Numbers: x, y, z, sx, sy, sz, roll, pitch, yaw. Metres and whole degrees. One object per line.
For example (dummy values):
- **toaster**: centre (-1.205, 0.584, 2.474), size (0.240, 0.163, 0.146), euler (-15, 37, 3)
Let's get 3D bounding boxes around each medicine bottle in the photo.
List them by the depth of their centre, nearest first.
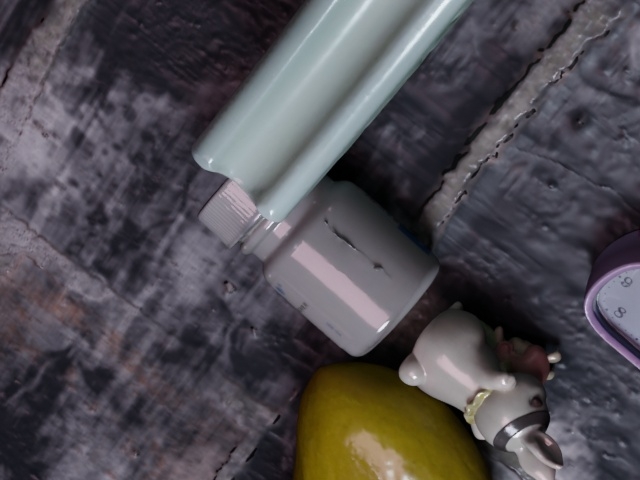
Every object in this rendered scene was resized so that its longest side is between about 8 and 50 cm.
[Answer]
- **medicine bottle**: centre (0.000, 0.000, 1.340), size (0.168, 0.105, 0.105), euler (42, 126, -2)

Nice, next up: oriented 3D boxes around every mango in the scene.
- **mango**: centre (0.063, 0.255, 1.432), size (0.195, 0.142, 0.332), euler (13, 121, 11)

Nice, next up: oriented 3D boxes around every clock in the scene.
- **clock**: centre (0.271, 0.054, 1.276), size (0.152, 0.050, 0.110), euler (39, 126, 0)

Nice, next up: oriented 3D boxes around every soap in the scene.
- **soap**: centre (0.035, -0.148, 1.207), size (0.087, 0.160, 0.265), euler (40, 125, -1)

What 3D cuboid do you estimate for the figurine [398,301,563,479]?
- **figurine**: centre (0.143, 0.108, 1.333), size (0.146, 0.098, 0.081), euler (34, 164, 19)
